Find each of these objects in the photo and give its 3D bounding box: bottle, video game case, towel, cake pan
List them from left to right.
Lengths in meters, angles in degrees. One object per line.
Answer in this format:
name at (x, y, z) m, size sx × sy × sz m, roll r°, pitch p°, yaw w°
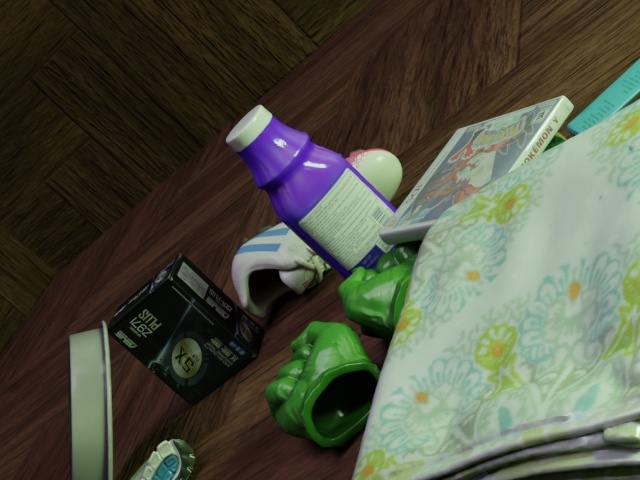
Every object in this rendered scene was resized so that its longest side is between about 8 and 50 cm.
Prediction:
cake pan at (-0.331, 0.262, 1.581) m, size 0.293 × 0.054 × 0.293 m, roll 179°, pitch 90°, yaw -76°
bottle at (-0.001, -0.057, 1.447) m, size 0.118 × 0.283 × 0.092 m, roll -49°, pitch 17°, yaw -5°
video game case at (0.170, -0.075, 1.242) m, size 0.183 × 0.023 × 0.201 m, roll -52°, pitch 19°, yaw -23°
towel at (0.178, 0.053, 0.877) m, size 0.320 × 0.090 × 0.374 m, roll -27°, pitch 31°, yaw 43°

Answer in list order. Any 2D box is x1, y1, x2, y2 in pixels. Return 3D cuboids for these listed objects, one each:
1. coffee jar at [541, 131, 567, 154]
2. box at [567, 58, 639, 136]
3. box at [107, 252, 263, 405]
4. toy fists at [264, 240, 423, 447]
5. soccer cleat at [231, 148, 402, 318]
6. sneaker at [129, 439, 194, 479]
coffee jar at (0.248, -0.059, 1.203) m, size 0.096 × 0.079 × 0.184 m, roll -41°, pitch 18°, yaw 14°
box at (0.372, -0.156, 1.092) m, size 0.244 × 0.100 × 0.060 m, roll -44°, pitch 17°, yaw 8°
box at (-0.202, 0.135, 1.662) m, size 0.147 × 0.180 × 0.077 m, roll -38°, pitch 17°, yaw 24°
toy fists at (0.047, 0.110, 1.269) m, size 0.279 × 0.096 × 0.142 m, roll -50°, pitch 15°, yaw -9°
soccer cleat at (0.000, 0.000, 1.659) m, size 0.331 × 0.116 × 0.143 m, roll -38°, pitch 37°, yaw 25°
sneaker at (-0.241, 0.350, 1.478) m, size 0.190 × 0.071 × 0.083 m, roll -48°, pitch 3°, yaw -17°
